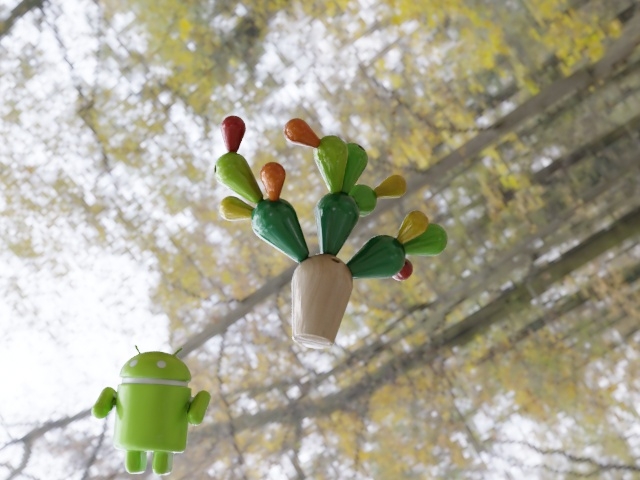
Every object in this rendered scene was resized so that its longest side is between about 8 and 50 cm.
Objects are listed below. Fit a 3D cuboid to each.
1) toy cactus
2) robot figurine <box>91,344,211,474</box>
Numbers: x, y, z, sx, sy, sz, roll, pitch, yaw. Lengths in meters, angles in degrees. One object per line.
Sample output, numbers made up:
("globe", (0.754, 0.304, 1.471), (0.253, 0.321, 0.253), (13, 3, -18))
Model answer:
("toy cactus", (0.000, 0.000, 0.978), (0.219, 0.112, 0.180), (25, -117, -30))
("robot figurine", (-0.151, 0.152, 1.059), (0.067, 0.101, 0.115), (62, -149, -78))
